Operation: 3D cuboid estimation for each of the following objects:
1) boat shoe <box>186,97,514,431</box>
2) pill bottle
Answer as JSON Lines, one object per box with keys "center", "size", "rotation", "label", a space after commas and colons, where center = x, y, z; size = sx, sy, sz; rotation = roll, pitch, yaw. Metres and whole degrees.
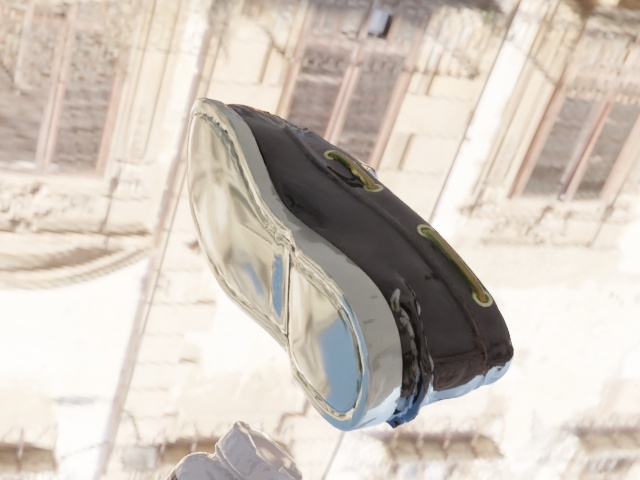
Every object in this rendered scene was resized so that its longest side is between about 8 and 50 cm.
{"center": [0.000, 0.000, 0.523], "size": [0.068, 0.081, 0.228], "rotation": [-7, -148, -22], "label": "boat shoe"}
{"center": [-0.106, 0.257, 1.064], "size": [0.108, 0.193, 0.108], "rotation": [40, -175, -5], "label": "pill bottle"}
